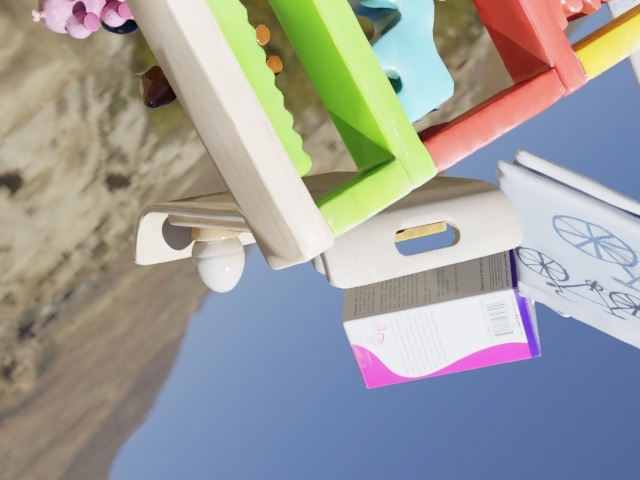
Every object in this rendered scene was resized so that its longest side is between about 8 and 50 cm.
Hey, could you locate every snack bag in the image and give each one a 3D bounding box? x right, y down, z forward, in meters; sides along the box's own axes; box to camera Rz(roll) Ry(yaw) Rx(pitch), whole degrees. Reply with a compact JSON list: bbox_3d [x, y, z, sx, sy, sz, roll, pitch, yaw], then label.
[{"bbox_3d":[0.333,0.049,1.458,0.037,0.323,0.342,-59,159,-15],"label":"snack bag"}]

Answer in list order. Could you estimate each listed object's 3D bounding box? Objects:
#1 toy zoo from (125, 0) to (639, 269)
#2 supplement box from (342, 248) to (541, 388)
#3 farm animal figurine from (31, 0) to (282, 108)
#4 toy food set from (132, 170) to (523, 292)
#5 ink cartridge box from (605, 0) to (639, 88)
[{"bbox_3d":[0.050,-0.140,0.591,0.293,0.192,0.030,-32,-172,-31],"label":"toy zoo"},{"bbox_3d":[0.147,0.089,1.798,0.220,0.111,0.114,-12,-146,11],"label":"supplement box"},{"bbox_3d":[-0.170,-0.285,1.336,0.172,0.330,0.326,1,-122,46],"label":"farm animal figurine"},{"bbox_3d":[0.000,0.000,1.327,0.220,0.092,0.306,-12,-168,-38],"label":"toy food set"},{"bbox_3d":[0.347,-0.297,1.490,0.131,0.306,0.226,-19,-175,22],"label":"ink cartridge box"}]
